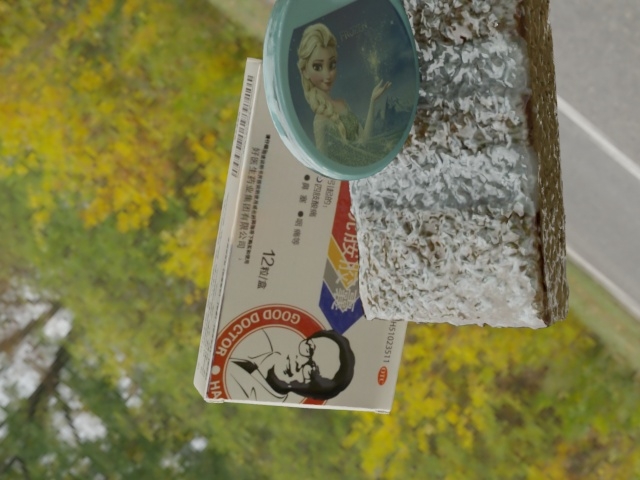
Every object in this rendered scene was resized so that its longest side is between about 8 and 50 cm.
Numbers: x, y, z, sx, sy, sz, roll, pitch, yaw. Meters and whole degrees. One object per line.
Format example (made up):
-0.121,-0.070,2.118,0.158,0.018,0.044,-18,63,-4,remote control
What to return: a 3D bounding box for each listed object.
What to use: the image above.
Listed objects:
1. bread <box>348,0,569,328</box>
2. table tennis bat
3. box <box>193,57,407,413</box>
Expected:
0.098,-0.139,1.004,0.165,0.417,0.113,-4,-178,31,bread
0.013,-0.159,0.902,0.149,0.237,0.038,-17,-167,-42,table tennis bat
0.000,0.000,1.353,0.214,0.353,0.069,7,-170,-22,box
